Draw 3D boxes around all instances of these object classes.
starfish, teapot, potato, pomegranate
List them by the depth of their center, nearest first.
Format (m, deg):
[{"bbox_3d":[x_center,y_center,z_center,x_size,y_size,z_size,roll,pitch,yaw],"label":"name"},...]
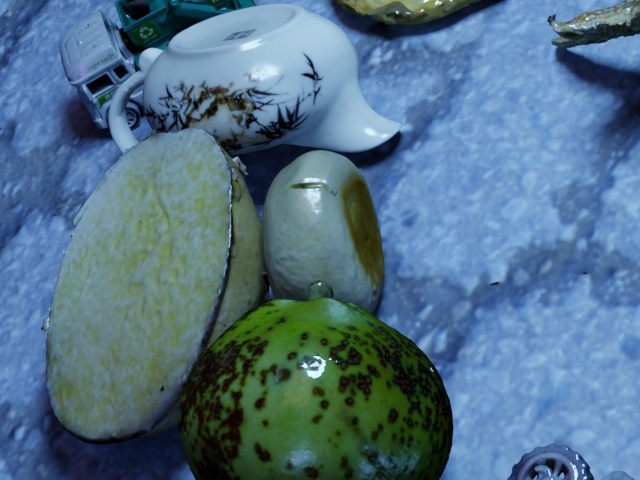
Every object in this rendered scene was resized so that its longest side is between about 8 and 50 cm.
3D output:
[{"bbox_3d":[-0.026,0.177,1.343,0.204,0.222,0.276,36,94,27],"label":"pomegranate"},{"bbox_3d":[0.302,-0.198,1.504,0.231,0.048,0.295,-17,0,-12],"label":"starfish"},{"bbox_3d":[-0.138,0.054,1.573,0.239,0.116,0.299,-9,62,36],"label":"potato"},{"bbox_3d":[-0.079,-0.140,1.689,0.299,0.166,0.208,-13,30,33],"label":"teapot"}]

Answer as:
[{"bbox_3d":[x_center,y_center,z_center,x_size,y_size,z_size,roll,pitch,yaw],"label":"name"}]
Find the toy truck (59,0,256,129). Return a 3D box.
[{"bbox_3d":[-0.168,-0.216,1.808,0.216,0.116,0.110,-28,45,7],"label":"toy truck"}]

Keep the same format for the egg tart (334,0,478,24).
[{"bbox_3d":[0.115,-0.345,1.760,0.288,0.118,0.288,-15,52,21],"label":"egg tart"}]

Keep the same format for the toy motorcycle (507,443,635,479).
[{"bbox_3d":[0.182,0.250,1.254,0.122,0.080,0.215,-4,57,30],"label":"toy motorcycle"}]

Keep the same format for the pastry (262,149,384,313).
[{"bbox_3d":[0.000,0.000,1.509,0.092,0.156,0.156,-12,49,10],"label":"pastry"}]
